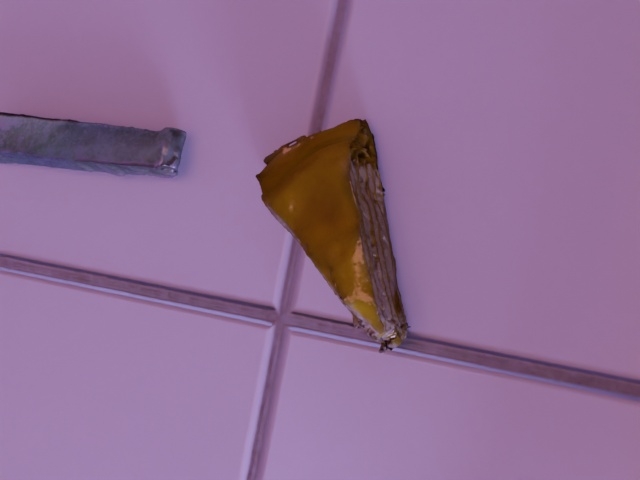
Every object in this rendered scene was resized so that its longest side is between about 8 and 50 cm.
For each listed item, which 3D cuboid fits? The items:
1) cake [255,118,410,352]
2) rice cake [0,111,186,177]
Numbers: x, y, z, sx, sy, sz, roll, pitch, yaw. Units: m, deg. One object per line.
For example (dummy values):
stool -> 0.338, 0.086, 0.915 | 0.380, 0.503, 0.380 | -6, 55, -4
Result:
cake -> -0.002, 0.000, 1.120 | 0.116, 0.079, 0.185 | -10, 83, 23
rice cake -> -0.204, -0.081, 1.259 | 0.210, 0.034, 0.043 | 7, 78, 29
